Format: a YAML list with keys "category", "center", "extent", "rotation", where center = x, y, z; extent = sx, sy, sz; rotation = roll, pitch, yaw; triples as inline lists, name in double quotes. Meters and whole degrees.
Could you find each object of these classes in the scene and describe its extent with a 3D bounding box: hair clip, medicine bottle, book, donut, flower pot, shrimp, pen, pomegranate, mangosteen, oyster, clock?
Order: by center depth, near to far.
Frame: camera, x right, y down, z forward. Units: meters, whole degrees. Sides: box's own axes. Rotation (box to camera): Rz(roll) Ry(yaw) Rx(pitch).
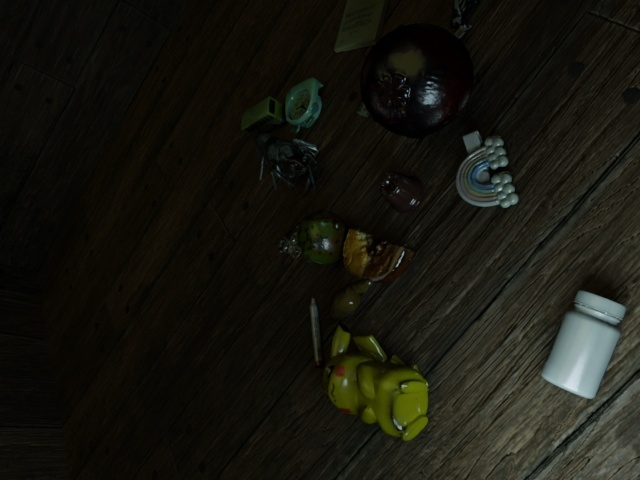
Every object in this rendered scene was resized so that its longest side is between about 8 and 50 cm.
- category: "medicine bottle"
  center: [0.507, 0.198, 1.030]
  extent: [0.102, 0.102, 0.187]
  rotation: [22, 91, 47]
- category: "hair clip"
  center: [0.400, -0.170, 1.325]
  extent: [0.140, 0.054, 0.220]
  rotation: [-19, 65, 32]
- category: "mangosteen"
  center: [0.257, -0.417, 1.413]
  extent: [0.296, 0.293, 0.298]
  rotation: [4, 99, 29]
- category: "donut"
  center: [0.152, 0.049, 1.456]
  extent: [0.217, 0.085, 0.141]
  rotation: [27, 95, 48]
- category: "flower pot"
  center: [0.212, -0.139, 1.464]
  extent: [0.111, 0.089, 0.112]
  rotation: [-18, 62, 39]
- category: "pen"
  center: [-0.014, 0.266, 1.581]
  extent: [0.026, 0.026, 0.218]
  rotation: [-27, 57, 35]
- category: "pomegranate"
  center: [0.000, 0.000, 1.589]
  extent: [0.205, 0.159, 0.159]
  rotation: [127, 141, -53]
- category: "oyster"
  center: [-0.077, -0.015, 1.735]
  extent: [0.103, 0.051, 0.148]
  rotation: [33, 88, 39]
- category: "shrimp"
  center: [-0.128, -0.279, 1.818]
  extent: [0.221, 0.166, 0.410]
  rotation: [-39, 50, -8]
- category: "book"
  center: [0.151, -0.789, 1.821]
  extent: [0.201, 0.026, 0.290]
  rotation: [9, 81, 47]
- category: "clock"
  center: [-0.059, -0.466, 1.883]
  extent: [0.148, 0.060, 0.189]
  rotation: [-13, 66, 41]

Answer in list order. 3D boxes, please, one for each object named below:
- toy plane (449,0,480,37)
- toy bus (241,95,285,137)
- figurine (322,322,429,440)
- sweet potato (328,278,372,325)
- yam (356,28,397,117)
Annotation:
- category: "toy plane"
  center: [0.402, -0.655, 1.506]
  extent: [0.078, 0.053, 0.197]
  rotation: [-12, 66, 51]
- category: "toy bus"
  center: [-0.219, -0.462, 2.012]
  extent: [0.174, 0.101, 0.088]
  rotation: [-18, 63, 42]
- category: "figurine"
  center: [0.119, 0.344, 1.313]
  extent: [0.326, 0.169, 0.218]
  rotation: [7, 103, 40]
- category: "sweet potato"
  center: [0.079, 0.155, 1.467]
  extent: [0.269, 0.074, 0.075]
  rotation: [124, 143, -52]
- category: "yam"
  center: [0.189, -0.514, 1.657]
  extent: [0.061, 0.061, 0.274]
  rotation: [34, 101, 46]
